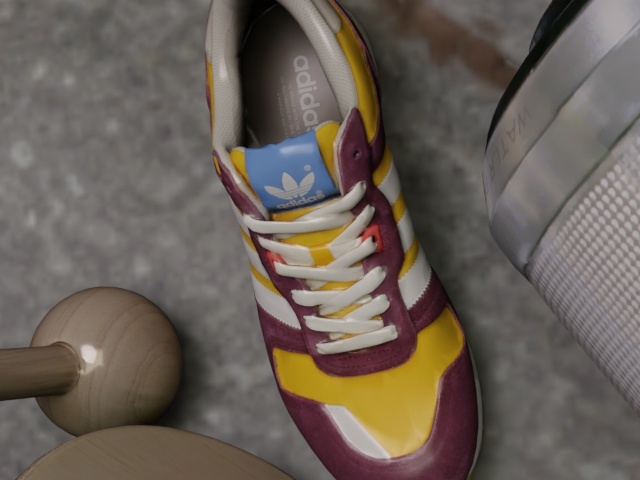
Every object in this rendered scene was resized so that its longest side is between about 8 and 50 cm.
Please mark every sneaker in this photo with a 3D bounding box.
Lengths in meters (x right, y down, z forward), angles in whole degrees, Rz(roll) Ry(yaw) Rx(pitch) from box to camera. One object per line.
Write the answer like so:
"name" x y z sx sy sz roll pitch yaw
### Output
"sneaker" 0.000 0.000 0.620 0.070 0.084 0.185 -21 79 11

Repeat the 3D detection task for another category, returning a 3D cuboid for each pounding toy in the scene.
"pounding toy" -0.070 0.141 0.598 0.110 0.183 0.237 -44 74 33

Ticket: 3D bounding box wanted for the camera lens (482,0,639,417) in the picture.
"camera lens" 0.194 0.010 0.501 0.219 0.219 0.274 -40 76 7
